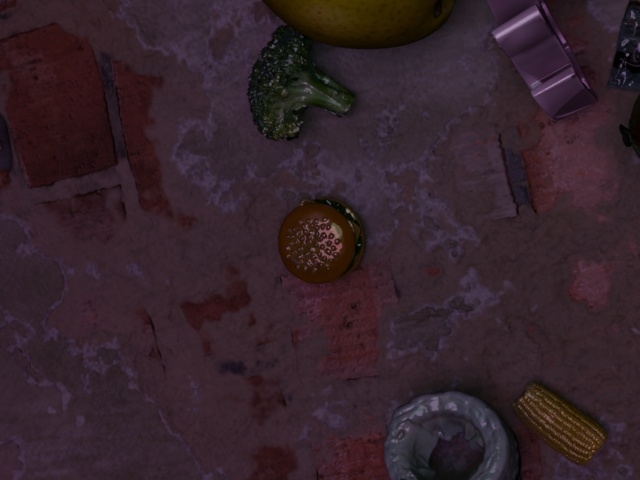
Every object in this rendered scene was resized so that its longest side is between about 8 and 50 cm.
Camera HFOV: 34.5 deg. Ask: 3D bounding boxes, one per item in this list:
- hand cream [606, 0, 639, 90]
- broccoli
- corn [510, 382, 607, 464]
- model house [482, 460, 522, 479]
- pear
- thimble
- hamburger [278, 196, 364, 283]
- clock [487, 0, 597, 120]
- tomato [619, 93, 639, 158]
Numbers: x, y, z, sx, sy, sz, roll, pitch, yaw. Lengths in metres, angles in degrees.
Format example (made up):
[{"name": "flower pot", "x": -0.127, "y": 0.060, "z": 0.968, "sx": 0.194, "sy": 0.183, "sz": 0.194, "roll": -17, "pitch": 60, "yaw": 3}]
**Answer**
[{"name": "hand cream", "x": 0.539, "y": -0.371, "z": 1.701, "sx": 0.075, "sy": 0.052, "sz": 0.247, "roll": 19, "pitch": 108, "yaw": 37}, {"name": "broccoli", "x": -0.032, "y": -0.272, "z": 1.822, "sx": 0.194, "sy": 0.194, "sz": 0.219, "roll": 23, "pitch": 89, "yaw": 13}, {"name": "corn", "x": 0.416, "y": 0.318, "z": 1.801, "sx": 0.165, "sy": 0.063, "sz": 0.085, "roll": 39, "pitch": 115, "yaw": 11}, {"name": "model house", "x": 0.314, "y": 0.422, "z": 1.848, "sx": 0.083, "sy": 0.057, "sz": 0.058, "roll": -18, "pitch": 96, "yaw": 20}, {"name": "pear", "x": 0.042, "y": -0.493, "z": 1.669, "sx": 0.418, "sy": 0.362, "sz": 0.362, "roll": 33, "pitch": 104, "yaw": 7}, {"name": "thimble", "x": 0.225, "y": 0.373, "z": 1.788, "sx": 0.237, "sy": 0.150, "sz": 0.237, "roll": -11, "pitch": 59, "yaw": 19}, {"name": "hamburger", "x": 0.000, "y": 0.000, "z": 1.862, "sx": 0.162, "sy": 0.115, "sz": 0.161, "roll": 2, "pitch": 97, "yaw": 18}, {"name": "clock", "x": 0.332, "y": -0.332, "z": 1.640, "sx": 0.080, "sy": 0.290, "sz": 0.275, "roll": -29, "pitch": 81, "yaw": 19}, {"name": "tomato", "x": 0.629, "y": -0.145, "z": 1.569, "sx": 0.239, "sy": 0.303, "sz": 0.303, "roll": -36, "pitch": 85, "yaw": 2}]
